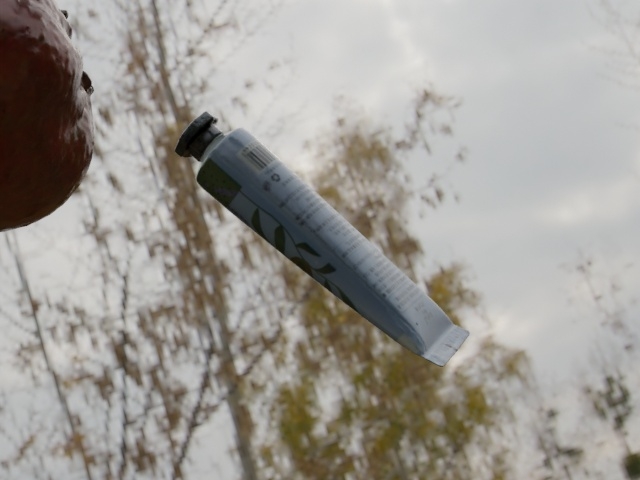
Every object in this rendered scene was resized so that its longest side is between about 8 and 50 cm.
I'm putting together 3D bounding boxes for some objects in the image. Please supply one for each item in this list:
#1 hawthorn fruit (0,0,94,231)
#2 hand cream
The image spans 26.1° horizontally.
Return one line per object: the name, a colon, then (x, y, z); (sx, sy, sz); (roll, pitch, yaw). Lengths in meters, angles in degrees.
hawthorn fruit: (-0.263, -0.065, 0.728); (0.285, 0.165, 0.165); (-9, -24, -7)
hand cream: (0.000, 0.000, 1.073); (0.058, 0.271, 0.091); (-53, -7, 20)
